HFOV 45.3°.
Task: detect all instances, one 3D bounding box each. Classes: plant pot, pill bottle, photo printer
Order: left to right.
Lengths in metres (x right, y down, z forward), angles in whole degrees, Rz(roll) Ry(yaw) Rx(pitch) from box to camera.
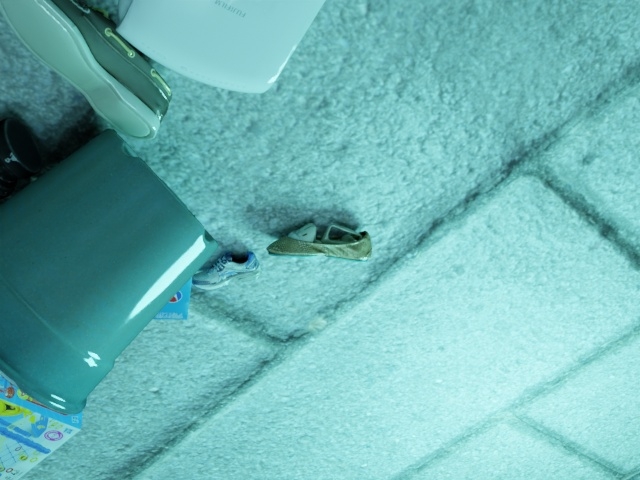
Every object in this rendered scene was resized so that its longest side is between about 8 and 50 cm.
[{"bbox_3d":[-0.551,-0.104,1.181,0.219,0.122,0.122,-22,133,7],"label":"pill bottle"},{"bbox_3d":[-0.361,0.028,1.182,0.334,0.341,0.341,-42,132,-8],"label":"plant pot"},{"bbox_3d":[-0.123,-0.356,1.057,0.256,0.107,0.307,20,125,-28],"label":"photo printer"}]

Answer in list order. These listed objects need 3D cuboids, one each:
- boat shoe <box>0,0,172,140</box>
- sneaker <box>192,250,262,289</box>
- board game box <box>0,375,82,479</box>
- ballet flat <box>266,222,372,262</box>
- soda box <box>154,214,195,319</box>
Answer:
[{"bbox_3d":[-0.329,-0.275,1.098,0.109,0.091,0.305,-2,142,38],"label":"boat shoe"},{"bbox_3d":[-0.183,0.051,1.464,0.135,0.052,0.058,-15,124,-9],"label":"sneaker"},{"bbox_3d":[-0.721,0.389,1.620,0.308,0.086,0.302,-39,129,22],"label":"board game box"},{"bbox_3d":[0.000,0.000,1.453,0.206,0.073,0.067,3,104,-19],"label":"ballet flat"},{"bbox_3d":[-0.272,0.052,1.422,0.067,0.071,0.210,3,131,-14],"label":"soda box"}]
